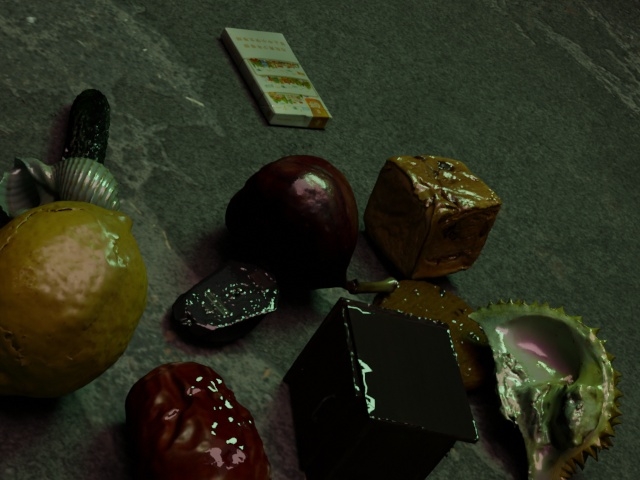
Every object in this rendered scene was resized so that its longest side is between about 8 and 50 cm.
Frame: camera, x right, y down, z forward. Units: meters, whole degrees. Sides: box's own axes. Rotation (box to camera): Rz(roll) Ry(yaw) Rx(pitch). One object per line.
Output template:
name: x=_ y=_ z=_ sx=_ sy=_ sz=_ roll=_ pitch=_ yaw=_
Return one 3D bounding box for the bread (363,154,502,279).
bread: x=0.165 y=-0.036 z=2.133 sx=0.149 sy=0.158 sz=0.143 roll=-2 pitch=41 yaw=-40

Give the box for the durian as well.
durian: x=0.325 y=0.216 z=1.961 sx=0.166 sy=0.172 sz=0.306 roll=11 pitch=58 yaw=-30

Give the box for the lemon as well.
lemon: x=-0.307 y=0.069 z=1.612 sx=0.204 sy=0.204 sz=0.260 roll=34 pitch=71 yaw=2

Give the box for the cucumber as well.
cucumber: x=-0.329 y=-0.146 z=1.975 sx=0.067 sy=0.067 sz=0.245 roll=20 pitch=39 yaw=-18

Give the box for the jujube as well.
jujube: x=-0.146 y=0.235 z=1.596 sx=0.155 sy=0.155 sz=0.230 roll=7 pitch=36 yaw=-31

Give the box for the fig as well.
fig: x=-0.017 y=0.004 z=1.955 sx=0.186 sy=0.204 sz=0.249 roll=-30 pitch=92 yaw=-7

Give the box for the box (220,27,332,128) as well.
box: x=-0.074 y=-0.274 z=2.352 sx=0.122 sy=0.032 sz=0.220 roll=2 pitch=45 yaw=-37

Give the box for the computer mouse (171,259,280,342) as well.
computer mouse: x=-0.127 y=0.088 z=1.865 sx=0.172 sy=0.057 sz=0.099 roll=-26 pitch=66 yaw=-38

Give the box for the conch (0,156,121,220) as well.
conch: x=-0.336 y=-0.046 z=1.823 sx=0.153 sy=0.102 sz=0.135 roll=5 pitch=44 yaw=18

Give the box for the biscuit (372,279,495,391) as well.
biscuit: x=0.164 y=0.140 z=2.037 sx=0.212 sy=0.036 sz=0.212 roll=20 pitch=38 yaw=-16

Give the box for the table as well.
table: x=0.069 y=0.210 z=1.769 sx=0.172 sy=0.169 sz=0.193 roll=15 pitch=40 yaw=-24
